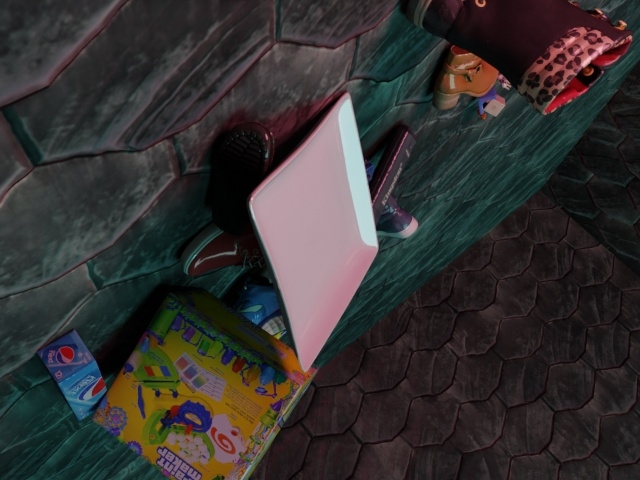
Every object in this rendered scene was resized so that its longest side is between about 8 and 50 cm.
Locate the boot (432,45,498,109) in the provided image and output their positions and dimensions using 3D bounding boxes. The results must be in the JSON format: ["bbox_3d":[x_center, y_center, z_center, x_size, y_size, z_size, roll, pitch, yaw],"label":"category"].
[{"bbox_3d":[0.319,-0.365,1.237,0.197,0.073,0.152,-38,157,-24],"label":"boot"}]

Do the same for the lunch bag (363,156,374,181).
[{"bbox_3d":[0.066,-0.134,1.231,0.098,0.065,0.067,-38,162,-14],"label":"lunch bag"}]

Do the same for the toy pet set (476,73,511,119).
[{"bbox_3d":[0.421,-0.361,1.514,0.122,0.065,0.114,-56,-167,42],"label":"toy pet set"}]

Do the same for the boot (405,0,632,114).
[{"bbox_3d":[0.357,-0.376,0.938,0.378,0.284,0.138,-35,161,-20],"label":"boot"}]

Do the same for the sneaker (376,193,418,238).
[{"bbox_3d":[0.107,-0.080,1.423,0.226,0.163,0.086,-1,-129,55],"label":"sneaker"}]

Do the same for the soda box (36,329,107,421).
[{"bbox_3d":[-0.421,0.239,1.035,0.067,0.071,0.210,-33,160,-27],"label":"soda box"}]

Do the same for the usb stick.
[{"bbox_3d":[0.131,-0.116,1.283,0.077,0.045,0.277,37,77,-55],"label":"usb stick"}]

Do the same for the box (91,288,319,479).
[{"bbox_3d":[-0.208,0.285,1.122,0.279,0.290,0.177,-57,171,4],"label":"box"}]

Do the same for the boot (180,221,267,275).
[{"bbox_3d":[-0.108,0.033,1.065,0.244,0.176,0.088,-30,160,-31],"label":"boot"}]

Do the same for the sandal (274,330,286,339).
[{"bbox_3d":[-0.090,0.169,1.534,0.317,0.126,0.138,-34,177,-18],"label":"sandal"}]

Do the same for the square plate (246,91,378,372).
[{"bbox_3d":[-0.003,-0.020,1.003,0.347,0.049,0.343,-54,141,-44],"label":"square plate"}]

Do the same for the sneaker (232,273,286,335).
[{"bbox_3d":[-0.149,0.156,1.356,0.330,0.147,0.130,-27,173,11],"label":"sneaker"}]

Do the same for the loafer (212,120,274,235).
[{"bbox_3d":[-0.118,-0.103,0.920,0.078,0.080,0.220,-60,178,-43],"label":"loafer"}]
